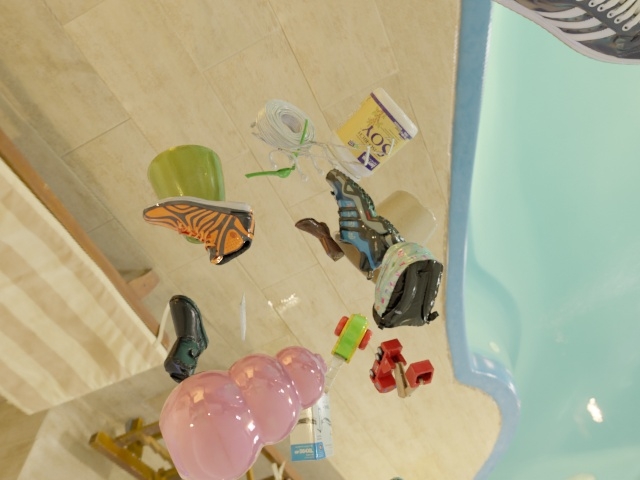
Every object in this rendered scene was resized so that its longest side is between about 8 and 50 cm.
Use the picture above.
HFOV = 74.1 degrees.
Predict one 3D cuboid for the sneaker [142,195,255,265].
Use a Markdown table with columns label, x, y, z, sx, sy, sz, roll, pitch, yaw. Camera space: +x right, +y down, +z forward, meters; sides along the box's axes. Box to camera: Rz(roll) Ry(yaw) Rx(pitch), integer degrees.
| label | x | y | z | sx | sy | sz | roll | pitch | yaw |
| --- | --- | --- | --- | --- | --- | --- | --- | --- | --- |
| sneaker | -0.350 | -0.024 | 1.233 | 0.321 | 0.180 | 0.124 | 0 | 160 | -12 |

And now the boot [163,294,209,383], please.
| label | x | y | z | sx | sy | sz | roll | pitch | yaw |
| --- | --- | --- | --- | --- | --- | --- | --- | --- | --- |
| boot | -0.462 | 0.332 | 1.419 | 0.094 | 0.207 | 0.246 | -12 | 113 | 8 |

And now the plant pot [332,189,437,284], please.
| label | x | y | z | sx | sy | sz | roll | pitch | yaw |
| --- | --- | --- | --- | --- | --- | --- | --- | --- | --- |
| plant pot | 0.268 | -0.017 | 1.637 | 0.305 | 0.334 | 0.334 | -46 | 121 | -11 |

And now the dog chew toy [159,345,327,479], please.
| label | x | y | z | sx | sy | sz | roll | pitch | yaw |
| --- | --- | --- | --- | --- | --- | --- | --- | --- | --- |
| dog chew toy | -0.134 | 0.320 | 0.837 | 0.332 | 0.206 | 0.206 | -24 | 127 | -24 |

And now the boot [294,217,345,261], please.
| label | x | y | z | sx | sy | sz | roll | pitch | yaw |
| --- | --- | --- | --- | --- | --- | --- | --- | --- | --- |
| boot | 0.000 | 0.000 | 1.018 | 0.106 | 0.114 | 0.037 | 3 | 137 | -39 |

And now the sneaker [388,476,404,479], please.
| label | x | y | z | sx | sy | sz | roll | pitch | yaw |
| --- | --- | --- | --- | --- | --- | --- | --- | --- | --- |
| sneaker | 0.106 | 0.642 | 0.981 | 0.110 | 0.122 | 0.283 | 49 | 118 | 5 |

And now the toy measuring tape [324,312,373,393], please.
| label | x | y | z | sx | sy | sz | roll | pitch | yaw |
| --- | --- | --- | --- | --- | --- | --- | --- | --- | --- |
| toy measuring tape | 0.079 | 0.308 | 1.265 | 0.121 | 0.330 | 0.121 | 9 | 115 | 21 |

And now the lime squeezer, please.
| label | x | y | z | sx | sy | sz | roll | pitch | yaw |
| --- | --- | --- | --- | --- | --- | --- | --- | --- | --- |
| lime squeezer | -0.128 | -0.302 | 1.561 | 0.310 | 0.059 | 0.110 | -39 | 91 | 15 |

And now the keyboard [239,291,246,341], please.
| label | x | y | z | sx | sy | sz | roll | pitch | yaw |
| --- | --- | --- | --- | --- | --- | --- | --- | --- | --- |
| keyboard | -0.327 | 0.327 | 1.806 | 0.014 | 0.072 | 0.256 | 8 | 132 | 1 |

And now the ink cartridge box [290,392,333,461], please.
| label | x | y | z | sx | sy | sz | roll | pitch | yaw |
| --- | --- | --- | --- | --- | --- | --- | --- | --- | --- |
| ink cartridge box | -0.029 | 0.554 | 1.296 | 0.086 | 0.203 | 0.148 | -13 | 156 | 18 |

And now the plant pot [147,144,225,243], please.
| label | x | y | z | sx | sy | sz | roll | pitch | yaw |
| --- | --- | --- | --- | --- | --- | --- | --- | --- | --- |
| plant pot | -0.455 | -0.143 | 1.537 | 0.275 | 0.293 | 0.275 | -19 | 154 | -10 |

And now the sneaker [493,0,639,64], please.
| label | x | y | z | sx | sy | sz | roll | pitch | yaw |
| --- | --- | --- | --- | --- | --- | --- | --- | --- | --- |
| sneaker | 0.279 | -0.260 | 0.415 | 0.282 | 0.153 | 0.099 | 24 | 106 | 1 |

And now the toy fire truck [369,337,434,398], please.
| label | x | y | z | sx | sy | sz | roll | pitch | yaw |
| --- | --- | --- | --- | --- | --- | --- | --- | --- | --- |
| toy fire truck | 0.171 | 0.294 | 0.932 | 0.047 | 0.135 | 0.192 | -8 | 131 | -22 |

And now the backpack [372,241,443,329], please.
| label | x | y | z | sx | sy | sz | roll | pitch | yaw |
| --- | --- | --- | --- | --- | --- | --- | --- | --- | --- |
| backpack | 0.189 | 0.097 | 0.927 | 0.152 | 0.115 | 0.182 | -4 | 121 | -24 |

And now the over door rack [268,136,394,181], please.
| label | x | y | z | sx | sy | sz | roll | pitch | yaw |
| --- | --- | --- | --- | --- | --- | --- | --- | --- | --- |
| over door rack | 0.038 | -0.252 | 1.310 | 0.324 | 0.239 | 0.108 | 4 | 110 | 26 |

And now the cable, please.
| label | x | y | z | sx | sy | sz | roll | pitch | yaw |
| --- | --- | --- | --- | --- | --- | --- | --- | --- | --- |
| cable | -0.137 | -0.457 | 1.712 | 0.257 | 0.257 | 0.089 | 32 | 135 | -18 |

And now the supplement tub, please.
| label | x | y | z | sx | sy | sz | roll | pitch | yaw |
| --- | --- | --- | --- | --- | --- | --- | --- | --- | --- |
| supplement tub | 0.189 | -0.408 | 1.690 | 0.331 | 0.241 | 0.241 | -42 | 119 | 19 |

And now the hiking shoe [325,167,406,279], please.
| label | x | y | z | sx | sy | sz | roll | pitch | yaw |
| --- | --- | --- | --- | --- | --- | --- | --- | --- | --- |
| hiking shoe | 0.079 | -0.057 | 1.069 | 0.132 | 0.304 | 0.113 | -42 | 149 | 14 |
